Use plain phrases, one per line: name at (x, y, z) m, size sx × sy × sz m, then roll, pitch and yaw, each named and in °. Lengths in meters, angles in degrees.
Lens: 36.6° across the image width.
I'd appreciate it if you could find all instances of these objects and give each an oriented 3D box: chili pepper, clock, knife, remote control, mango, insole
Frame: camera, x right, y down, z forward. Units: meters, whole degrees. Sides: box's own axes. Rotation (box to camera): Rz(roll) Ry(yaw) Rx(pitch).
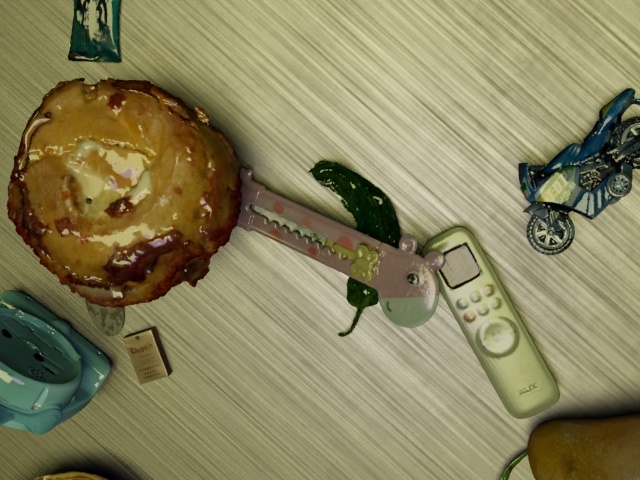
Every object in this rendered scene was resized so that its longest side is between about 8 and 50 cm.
chili pepper at (0.059, 0.013, 1.461) m, size 0.122 × 0.065 × 0.279 m, roll -4°, pitch 97°, yaw 24°
clock at (-0.460, 0.191, 1.477) m, size 0.223 × 0.274 × 0.094 m, roll 36°, pitch 103°, yaw 0°
knife at (0.000, 0.000, 1.431) m, size 0.398 × 0.038 × 0.132 m, roll 26°, pitch 106°, yaw 22°
remote control at (0.256, 0.123, 1.456) m, size 0.090 × 0.038 × 0.309 m, roll -28°, pitch 94°, yaw 13°
mango at (0.482, 0.348, 1.381) m, size 0.384 × 0.199 × 0.221 m, roll 13°, pitch 110°, yaw 20°
insole at (-0.362, 0.063, 1.573) m, size 0.065 × 0.006 × 0.193 m, roll -14°, pitch 97°, yaw 13°

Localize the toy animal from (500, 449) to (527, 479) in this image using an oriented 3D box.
toy animal at (0.247, 0.401, 1.508) m, size 0.075 × 0.041 × 0.217 m, roll 26°, pitch 99°, yaw 3°

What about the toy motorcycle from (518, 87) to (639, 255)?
toy motorcycle at (0.372, -0.101, 1.372) m, size 0.254 × 0.092 × 0.135 m, roll -44°, pitch 81°, yaw 5°

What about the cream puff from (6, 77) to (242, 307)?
cream puff at (-0.284, -0.063, 1.423) m, size 0.350 × 0.228 × 0.350 m, roll 0°, pitch 78°, yaw 1°

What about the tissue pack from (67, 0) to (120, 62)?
tissue pack at (-0.349, -0.344, 1.489) m, size 0.085 × 0.028 × 0.138 m, roll 5°, pitch 104°, yaw 9°

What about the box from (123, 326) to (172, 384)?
box at (-0.281, 0.187, 1.572) m, size 0.053 × 0.024 × 0.083 m, roll -17°, pitch 95°, yaw 12°

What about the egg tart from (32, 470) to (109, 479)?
egg tart at (-0.404, 0.513, 1.597) m, size 0.295 × 0.116 × 0.295 m, roll 0°, pitch 88°, yaw 3°
